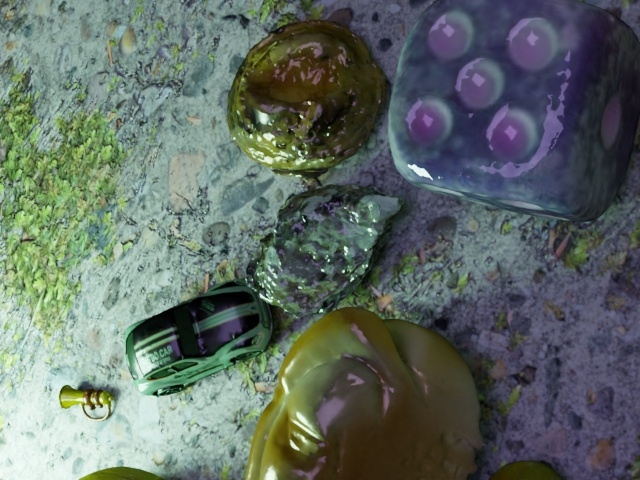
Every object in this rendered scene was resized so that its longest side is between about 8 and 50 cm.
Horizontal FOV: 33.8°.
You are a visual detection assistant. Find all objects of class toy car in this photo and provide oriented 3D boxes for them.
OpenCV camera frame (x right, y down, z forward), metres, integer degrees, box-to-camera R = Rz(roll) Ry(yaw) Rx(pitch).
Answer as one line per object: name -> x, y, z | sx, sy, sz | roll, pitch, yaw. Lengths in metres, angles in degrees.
toy car -> -0.225, 0.166, 1.796 | 0.306, 0.125, 0.136 | -26, 71, 28

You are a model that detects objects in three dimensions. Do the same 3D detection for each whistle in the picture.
whistle -> -0.433, 0.302, 1.957 | 0.109, 0.046, 0.057 | 4, 71, 26

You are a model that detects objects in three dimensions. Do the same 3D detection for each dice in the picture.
dice -> 0.270, -0.180, 1.442 | 0.271, 0.270, 0.270 | 14, 90, 32

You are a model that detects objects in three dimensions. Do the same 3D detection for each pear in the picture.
pear -> 0.279, 0.376, 1.471 | 0.141, 0.104, 0.141 | -7, 76, 30

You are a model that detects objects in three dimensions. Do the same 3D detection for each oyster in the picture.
oyster -> 0.000, 0.000, 1.685 | 0.198, 0.112, 0.267 | 40, 102, 29

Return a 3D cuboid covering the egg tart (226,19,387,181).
egg tart -> -0.037, -0.238, 1.734 | 0.297, 0.132, 0.297 | -5, 80, 25

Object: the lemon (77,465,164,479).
lemon -> -0.360, 0.505, 1.782 | 0.240, 0.219, 0.240 | -3, 85, 35

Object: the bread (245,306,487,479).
bread -> 0.054, 0.316, 1.531 | 0.329, 0.245, 0.424 | 22, 93, 32
